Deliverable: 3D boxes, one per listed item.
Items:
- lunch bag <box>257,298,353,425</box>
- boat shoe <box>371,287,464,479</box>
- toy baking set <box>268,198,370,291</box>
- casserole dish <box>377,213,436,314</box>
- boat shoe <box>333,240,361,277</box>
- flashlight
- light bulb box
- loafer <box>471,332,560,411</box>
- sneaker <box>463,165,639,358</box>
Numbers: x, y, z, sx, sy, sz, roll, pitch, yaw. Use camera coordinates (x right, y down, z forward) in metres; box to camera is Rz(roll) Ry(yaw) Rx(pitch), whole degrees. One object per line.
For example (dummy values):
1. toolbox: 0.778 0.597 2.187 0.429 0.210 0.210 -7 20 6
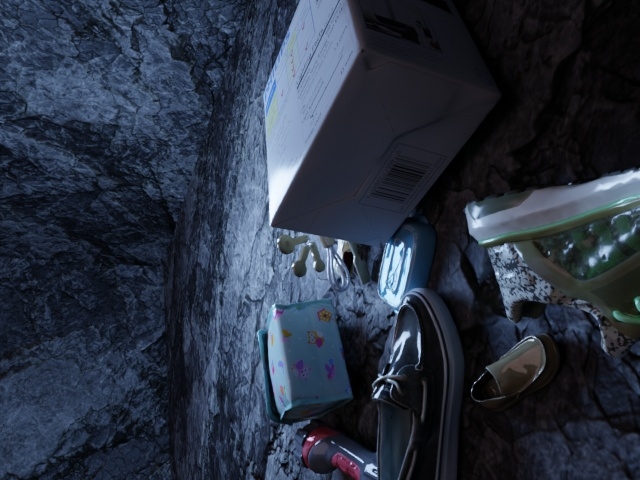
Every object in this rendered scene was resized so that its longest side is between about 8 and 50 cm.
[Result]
1. lunch bag: -0.046 0.275 1.124 0.262 0.160 0.223 118 144 -59
2. boat shoe: 0.140 0.238 0.782 0.121 0.119 0.335 -24 64 61
3. toy baking set: -0.001 -0.007 0.980 0.030 0.256 0.197 -22 58 42
4. casserole dish: 0.146 0.044 0.904 0.114 0.037 0.188 -148 65 -62
5. boat shoe: 0.063 0.014 1.074 0.045 0.050 0.135 29 115 50
6. flashlight: 0.052 0.424 0.957 0.304 0.103 0.103 -1 111 63
7. light bulb box: 0.062 -0.246 0.877 0.358 0.225 0.361 124 149 -44
8. loafer: 0.246 0.173 0.655 0.148 0.050 0.056 -65 32 35
9. sneaker: 0.311 0.021 0.484 0.410 0.158 0.182 171 89 -69
